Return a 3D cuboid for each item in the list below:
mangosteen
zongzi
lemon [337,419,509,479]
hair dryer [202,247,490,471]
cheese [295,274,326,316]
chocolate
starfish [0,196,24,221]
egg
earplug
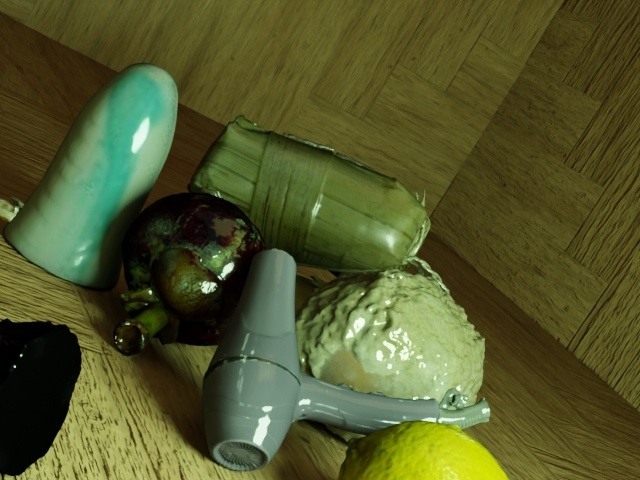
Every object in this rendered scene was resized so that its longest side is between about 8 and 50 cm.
[{"bbox_3d":[-0.198,0.059,1.485,0.231,0.231,0.289,35,45,19],"label":"mangosteen"},{"bbox_3d":[0.008,-0.020,2.025,0.500,0.218,0.467,21,-12,2],"label":"zongzi"},{"bbox_3d":[0.120,0.303,1.207,0.231,0.192,0.192,42,12,9],"label":"lemon"},{"bbox_3d":[0.039,0.171,1.336,0.361,0.121,0.301,15,47,-6],"label":"hair dryer"},{"bbox_3d":[0.011,0.156,1.802,0.260,0.128,0.316,23,5,0],"label":"cheese"},{"bbox_3d":[-0.317,0.133,0.994,0.133,0.156,0.156,14,6,15],"label":"chocolate"},{"bbox_3d":[-0.601,-0.137,1.325,0.384,0.132,0.398,34,-2,-31],"label":"starfish"},{"bbox_3d":[0.091,0.169,1.541,0.310,0.279,0.279,9,22,-39],"label":"egg"},{"bbox_3d":[-0.308,-0.111,1.562,0.185,0.324,0.185,30,10,-6],"label":"earplug"}]
